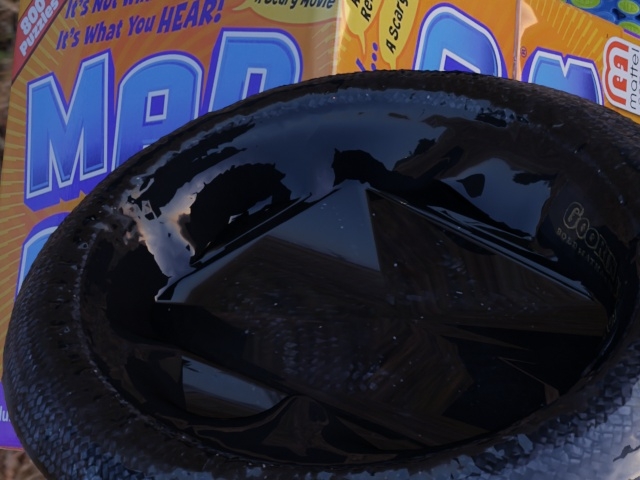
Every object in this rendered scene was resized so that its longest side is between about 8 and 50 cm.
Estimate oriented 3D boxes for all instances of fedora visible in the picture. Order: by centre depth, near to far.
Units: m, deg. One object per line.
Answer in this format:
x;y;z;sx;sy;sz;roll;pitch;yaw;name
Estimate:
0.026;0.063;0.722;0.334;0.334;0.152;-10;126;10;fedora

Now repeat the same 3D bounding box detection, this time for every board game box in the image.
0.000;0.000;1.238;0.356;0.356;0.356;-4;79;45;board game box

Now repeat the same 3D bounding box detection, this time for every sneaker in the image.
0.301;-0.238;1.649;0.188;0.078;0.067;9;112;30;sneaker
